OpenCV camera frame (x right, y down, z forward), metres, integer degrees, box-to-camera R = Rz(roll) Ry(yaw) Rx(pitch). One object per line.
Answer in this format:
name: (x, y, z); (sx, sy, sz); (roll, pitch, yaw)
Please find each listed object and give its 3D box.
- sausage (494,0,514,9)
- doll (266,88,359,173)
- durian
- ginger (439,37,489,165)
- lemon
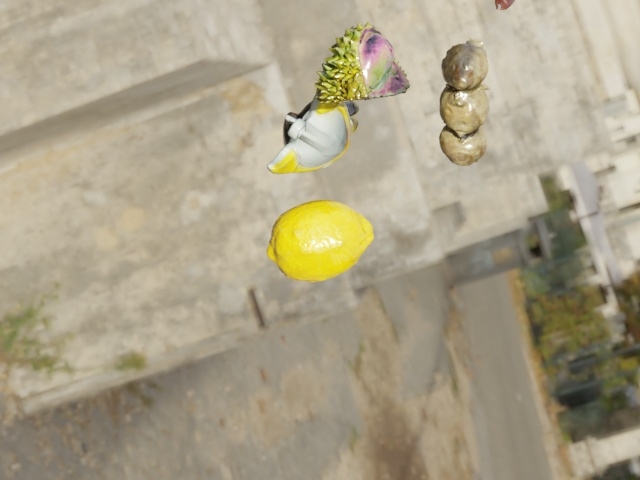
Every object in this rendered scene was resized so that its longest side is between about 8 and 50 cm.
sausage: (0.346, -0.447, 2.036); (0.223, 0.029, 0.029); (-49, 128, -34)
doll: (-0.004, -0.168, 1.932); (0.103, 0.145, 0.316); (59, 12, 1)
durian: (0.049, -0.255, 1.727); (0.187, 0.119, 0.108); (-26, 114, -61)
ginger: (0.227, -0.214, 1.931); (0.104, 0.080, 0.204); (-62, 155, -51)
lemon: (0.000, 0.000, 1.694); (0.114, 0.155, 0.114); (166, -90, -85)
